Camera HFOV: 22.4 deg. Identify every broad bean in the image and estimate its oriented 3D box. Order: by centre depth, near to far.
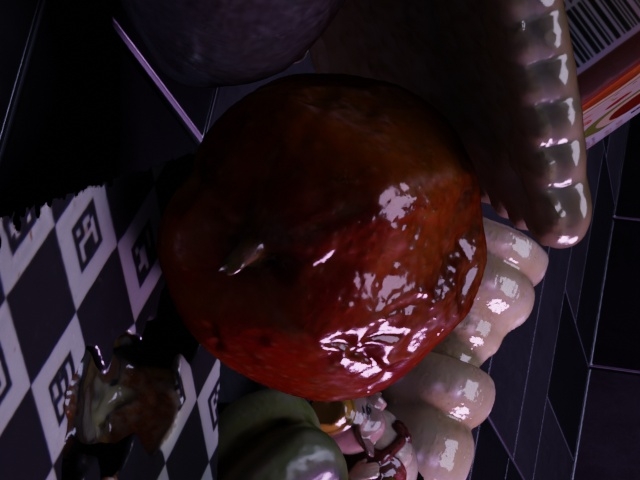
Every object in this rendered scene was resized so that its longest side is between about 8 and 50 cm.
[{"bbox_3d":[-0.039,0.195,1.041,0.153,0.072,0.207,-20,131,-30],"label":"broad bean"}]

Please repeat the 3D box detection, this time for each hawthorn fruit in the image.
[{"bbox_3d":[0.005,-0.004,0.811,0.179,0.173,0.173,94,9,-69],"label":"hawthorn fruit"}]

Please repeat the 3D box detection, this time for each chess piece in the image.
[{"bbox_3d":[0.113,0.114,1.472,0.143,0.142,0.261,54,50,-67],"label":"chess piece"}]

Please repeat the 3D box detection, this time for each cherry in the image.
[{"bbox_3d":[-0.042,-0.161,0.776,0.176,0.140,0.176,168,-90,-83],"label":"cherry"}]

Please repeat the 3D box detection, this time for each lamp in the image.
[{"bbox_3d":[0.012,0.159,1.164,0.253,0.118,0.118,61,38,-50],"label":"lamp"}]

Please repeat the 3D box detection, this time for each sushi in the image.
[{"bbox_3d":[-0.122,0.090,0.793,0.290,0.050,0.264,-37,132,-69],"label":"sushi"}]

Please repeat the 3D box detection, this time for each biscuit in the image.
[{"bbox_3d":[0.047,-0.141,0.876,0.325,0.044,0.217,43,-26,60],"label":"biscuit"}]

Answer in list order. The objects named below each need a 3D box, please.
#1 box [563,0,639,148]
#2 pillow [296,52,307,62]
[{"bbox_3d":[0.274,-0.195,1.471,0.122,0.344,0.385,55,8,8],"label":"box"},{"bbox_3d":[-0.003,-0.204,1.098,0.217,0.033,0.130,-47,134,-62],"label":"pillow"}]
